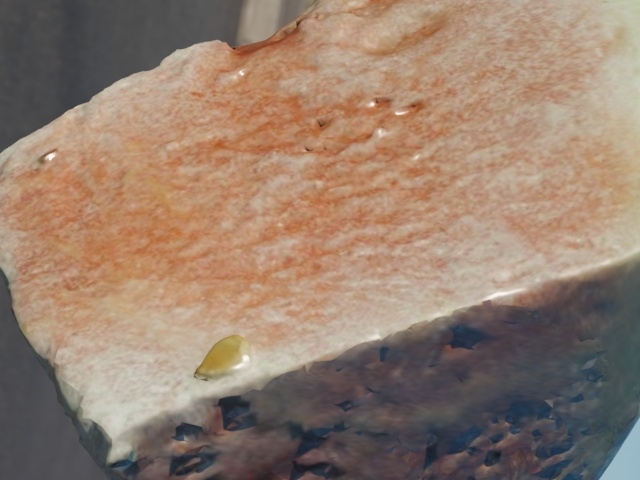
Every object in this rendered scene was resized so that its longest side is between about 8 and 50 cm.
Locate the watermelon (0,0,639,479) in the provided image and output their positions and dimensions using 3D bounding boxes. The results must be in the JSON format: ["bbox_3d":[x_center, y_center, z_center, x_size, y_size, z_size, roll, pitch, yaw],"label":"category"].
[{"bbox_3d":[0.000,0.000,0.532,0.261,0.201,0.213,-56,-145,19],"label":"watermelon"}]
